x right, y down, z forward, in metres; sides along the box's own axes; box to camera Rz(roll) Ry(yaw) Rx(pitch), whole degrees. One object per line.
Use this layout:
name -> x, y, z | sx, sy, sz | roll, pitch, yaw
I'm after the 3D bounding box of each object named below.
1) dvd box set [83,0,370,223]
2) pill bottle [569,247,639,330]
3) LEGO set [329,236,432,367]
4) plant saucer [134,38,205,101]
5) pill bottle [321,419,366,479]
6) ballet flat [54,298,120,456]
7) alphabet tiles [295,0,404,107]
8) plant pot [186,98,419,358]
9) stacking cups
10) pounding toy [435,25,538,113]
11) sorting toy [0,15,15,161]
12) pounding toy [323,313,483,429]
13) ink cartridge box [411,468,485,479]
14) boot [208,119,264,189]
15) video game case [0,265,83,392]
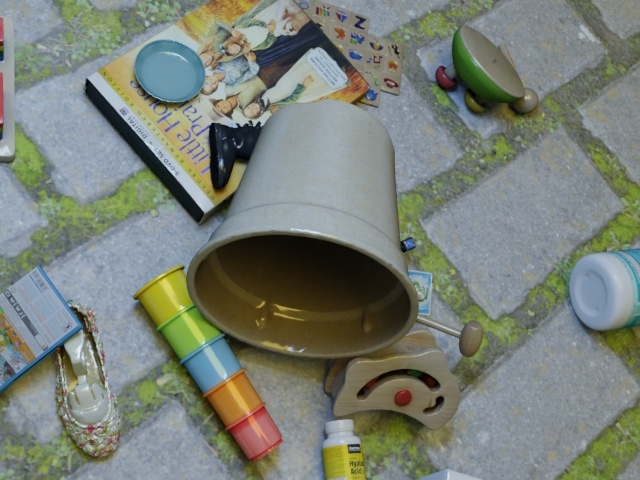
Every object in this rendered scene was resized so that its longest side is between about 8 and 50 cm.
dvd box set -> -0.154, -0.268, 1.512 | 0.420, 0.062, 0.308 | -40, 87, -27
pill bottle -> 0.619, 0.086, 1.627 | 0.263, 0.146, 0.146 | -5, 72, -22
LEGO set -> 0.103, 0.109, 1.489 | 0.182, 0.060, 0.245 | 8, 79, -18
plant saucer -> -0.253, -0.280, 1.434 | 0.119, 0.021, 0.120 | 7, 68, -18
pill bottle -> 0.036, 0.345, 1.352 | 0.065, 0.065, 0.117 | 0, 70, -21
ballet flat -> -0.353, 0.198, 1.254 | 0.091, 0.077, 0.241 | -16, 76, -13
alphabet tiles -> 0.050, -0.365, 1.663 | 0.237, 0.009, 0.198 | 14, 65, -16
plant pot -> -0.008, -0.033, 1.303 | 0.333, 0.334, 0.306 | 19, 53, -13
stacking cups -> -0.163, 0.190, 1.318 | 0.096, 0.096, 0.316 | -32, 83, -28
pounding toy -> 0.318, -0.319, 1.711 | 0.236, 0.110, 0.183 | 3, 54, -51
sorting toy -> -0.610, -0.260, 1.327 | 0.255, 0.089, 0.257 | 0, 70, -21
pounding toy -> 0.137, 0.215, 1.424 | 0.269, 0.155, 0.154 | -6, 116, -10
ink cartridge box -> 0.298, 0.470, 1.322 | 0.353, 0.207, 0.119 | 20, 62, -13
boot -> -0.132, -0.142, 1.418 | 0.099, 0.045, 0.121 | 3, 74, -27
video game case -> -0.442, 0.132, 1.234 | 0.166, 0.015, 0.119 | -38, 73, -7
